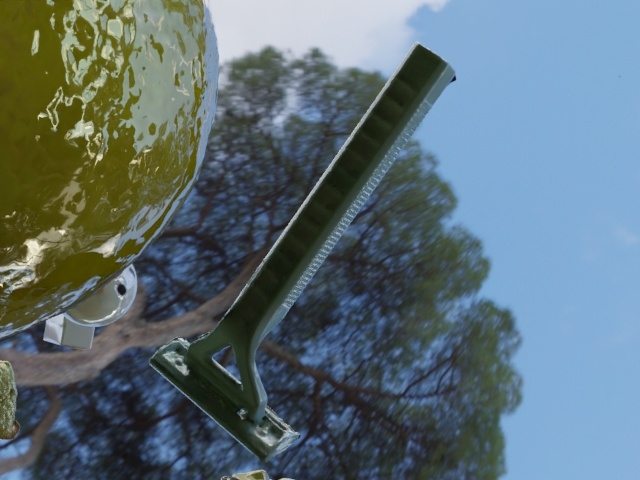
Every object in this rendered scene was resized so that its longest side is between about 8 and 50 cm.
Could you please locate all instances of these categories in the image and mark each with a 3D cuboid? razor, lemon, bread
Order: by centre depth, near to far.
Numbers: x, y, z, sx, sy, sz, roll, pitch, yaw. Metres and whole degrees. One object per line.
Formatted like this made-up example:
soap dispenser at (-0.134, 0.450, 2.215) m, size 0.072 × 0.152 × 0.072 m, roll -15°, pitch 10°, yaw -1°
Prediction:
lemon at (-0.221, -0.099, 0.677) m, size 0.348 × 0.348 × 0.348 m, roll 2°, pitch -82°, yaw 13°
razor at (-0.004, -0.002, 0.814) m, size 0.111 × 0.056 × 0.278 m, roll 37°, pitch -78°, yaw 24°
bread at (-0.330, 0.135, 1.139) m, size 0.109 × 0.080 × 0.084 m, roll -1°, pitch -78°, yaw -32°

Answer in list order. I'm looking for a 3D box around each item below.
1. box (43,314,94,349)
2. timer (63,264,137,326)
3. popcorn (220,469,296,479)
box at (-0.262, 0.038, 1.380) m, size 0.040 × 0.084 × 0.154 m, roll 10°, pitch -95°, yaw -27°
timer at (-0.291, -0.012, 1.088) m, size 0.233 × 0.233 × 0.240 m, roll -24°, pitch -62°, yaw 15°
popcorn at (-0.044, 0.226, 0.857) m, size 0.173 × 0.195 × 0.168 m, roll -42°, pitch -138°, yaw 27°
